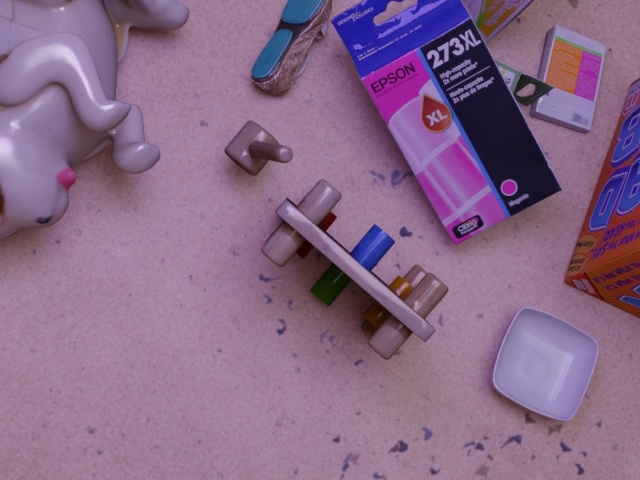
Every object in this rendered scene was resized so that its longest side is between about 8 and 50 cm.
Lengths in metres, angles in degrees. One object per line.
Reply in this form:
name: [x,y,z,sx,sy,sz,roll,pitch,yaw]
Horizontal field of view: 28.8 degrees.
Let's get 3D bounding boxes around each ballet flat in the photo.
ballet flat: [-0.031,-0.300,1.820,0.206,0.073,0.067,-58,138,-10]

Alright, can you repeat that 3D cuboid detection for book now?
book: [0.384,-0.247,1.921,0.096,0.035,0.144,18,75,-12]

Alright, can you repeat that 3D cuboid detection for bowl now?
bowl: [0.317,0.181,1.804,0.142,0.053,0.142,27,74,-7]

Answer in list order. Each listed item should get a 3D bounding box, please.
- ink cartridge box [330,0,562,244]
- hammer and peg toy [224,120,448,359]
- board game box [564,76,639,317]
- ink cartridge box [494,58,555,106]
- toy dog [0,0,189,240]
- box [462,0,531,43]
ink cartridge box: [0.179,-0.190,1.756,0.176,0.069,0.371,-29,104,9]
hammer and peg toy: [0.000,0.000,1.661,0.361,0.266,0.127,41,91,-3]
board game box: [0.624,-0.058,1.766,0.356,0.356,0.356,25,74,-7]
ink cartridge box: [0.224,-0.229,1.838,0.209,0.109,0.062,23,75,-8]
toy dog: [-0.394,-0.196,1.604,0.396,0.284,0.407,13,75,3]
box: [0.269,-0.388,1.832,0.114,0.203,0.103,45,73,-1]
